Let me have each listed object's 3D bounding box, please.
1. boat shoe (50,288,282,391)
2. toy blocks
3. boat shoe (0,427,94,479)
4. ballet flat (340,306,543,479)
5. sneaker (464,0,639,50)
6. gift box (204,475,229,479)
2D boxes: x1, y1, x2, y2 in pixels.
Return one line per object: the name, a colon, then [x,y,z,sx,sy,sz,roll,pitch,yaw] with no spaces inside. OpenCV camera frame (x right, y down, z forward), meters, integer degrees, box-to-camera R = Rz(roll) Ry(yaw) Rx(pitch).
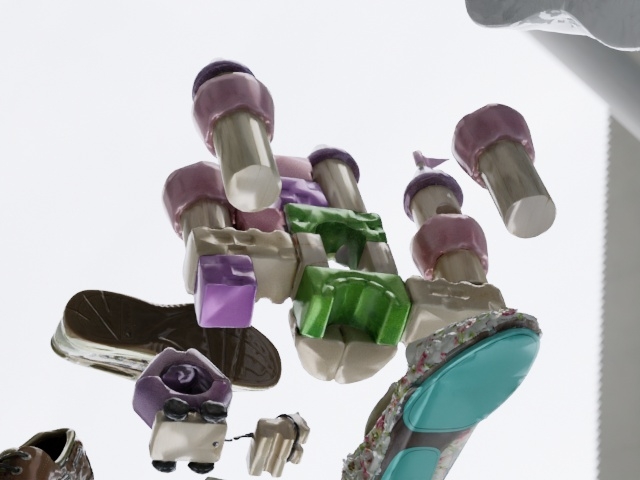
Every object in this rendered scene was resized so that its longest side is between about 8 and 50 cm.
boat shoe: [-0.188,0.133,2.107,0.089,0.285,0.104,127,-25,-48]
toy blocks: [0.000,0.000,1.427,0.260,0.288,0.309,-109,-151,-54]
boat shoe: [-0.310,0.252,1.670,0.111,0.307,0.104,-2,-86,10]
ballet flat: [0.074,0.119,1.241,0.241,0.091,0.077,-58,-143,32]
sneaker: [0.227,-0.196,1.387,0.212,0.094,0.080,13,-81,37]
gift box: [-0.026,0.424,1.842,0.258,0.276,0.255,3,-130,41]
